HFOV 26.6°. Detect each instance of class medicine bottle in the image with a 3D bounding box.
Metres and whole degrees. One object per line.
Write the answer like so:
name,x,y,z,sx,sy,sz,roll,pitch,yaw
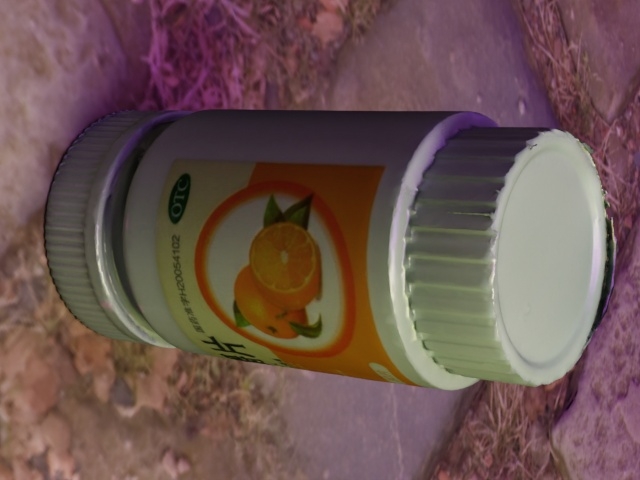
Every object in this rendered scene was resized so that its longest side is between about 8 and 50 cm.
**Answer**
medicine bottle,0.000,0.000,0.808,0.158,0.318,0.158,-6,98,-53
